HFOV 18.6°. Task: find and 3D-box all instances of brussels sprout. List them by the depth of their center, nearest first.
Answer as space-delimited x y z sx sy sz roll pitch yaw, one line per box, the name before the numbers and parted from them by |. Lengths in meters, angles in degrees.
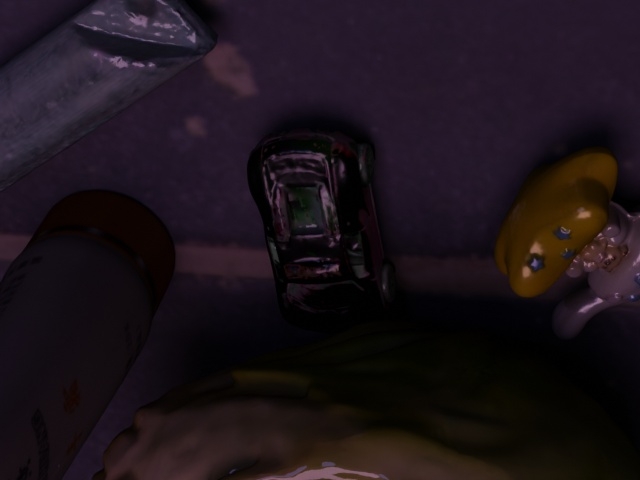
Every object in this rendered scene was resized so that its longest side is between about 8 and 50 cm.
brussels sprout | 0.036 0.177 1.072 0.344 0.344 0.268 15 104 4

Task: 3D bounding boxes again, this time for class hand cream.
hand cream | -0.162 0.084 1.044 0.089 0.314 0.139 17 129 6

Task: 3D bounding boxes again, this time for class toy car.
toy car | 0.000 0.000 1.106 0.069 0.055 0.142 -2 125 14

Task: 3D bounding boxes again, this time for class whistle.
whistle | -0.190 -0.057 1.111 0.312 0.062 0.062 -31 112 29

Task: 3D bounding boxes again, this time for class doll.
doll | 0.152 0.003 1.073 0.113 0.071 0.135 3 132 -10
